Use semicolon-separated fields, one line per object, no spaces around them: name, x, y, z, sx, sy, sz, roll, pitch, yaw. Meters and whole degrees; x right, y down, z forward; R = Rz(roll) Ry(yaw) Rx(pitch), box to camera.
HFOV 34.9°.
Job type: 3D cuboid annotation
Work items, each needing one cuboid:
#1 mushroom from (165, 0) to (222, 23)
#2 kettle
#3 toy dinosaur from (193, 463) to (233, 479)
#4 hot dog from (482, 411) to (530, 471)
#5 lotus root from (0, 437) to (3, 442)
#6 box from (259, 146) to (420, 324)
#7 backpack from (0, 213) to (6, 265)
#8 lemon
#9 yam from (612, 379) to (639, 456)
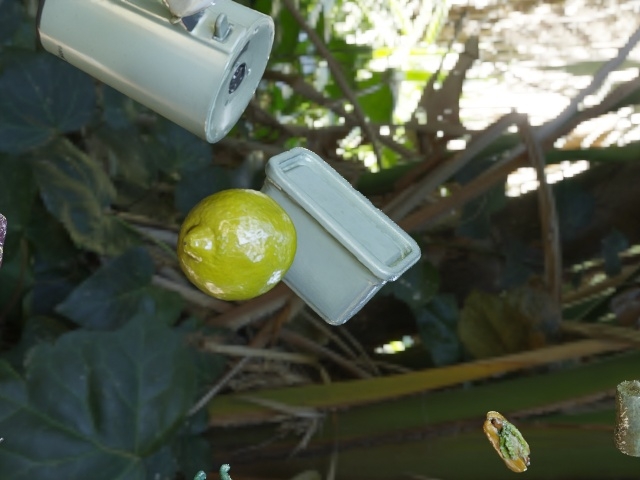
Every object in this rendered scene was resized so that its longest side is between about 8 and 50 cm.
mushroom;-0.108;-0.398;1.315;0.109;0.097;0.351;46;45;-17
kettle;-0.303;-0.388;1.809;0.250;0.376;0.361;-60;172;-18
toy dinosaur;-0.224;0.491;1.948;0.120;0.292;0.079;-66;156;-51
hot dog;0.282;0.300;1.514;0.133;0.041;0.056;50;51;-35
lotus root;-0.759;0.468;2.097;0.170;0.074;0.261;-2;136;-49
box;0.000;0.000;1.873;0.182;0.312;0.175;-52;171;29
backpack;-0.854;0.004;2.262;0.317;0.197;0.283;9;101;-51
lemon;-0.127;0.006;1.644;0.248;0.184;0.184;-6;96;-60
yam;0.349;0.202;1.138;0.043;0.043;0.094;-70;159;-61
